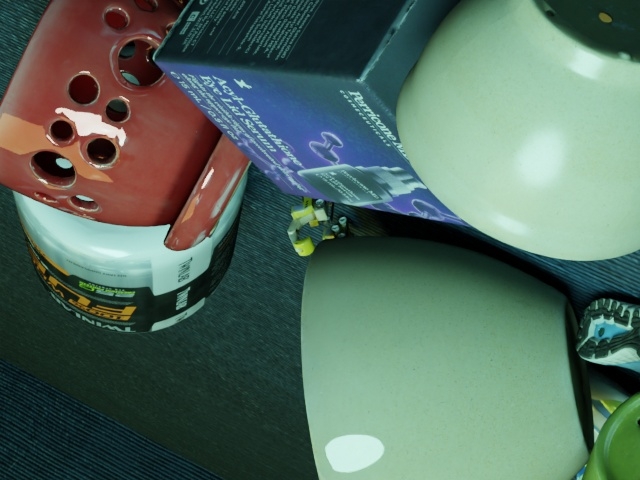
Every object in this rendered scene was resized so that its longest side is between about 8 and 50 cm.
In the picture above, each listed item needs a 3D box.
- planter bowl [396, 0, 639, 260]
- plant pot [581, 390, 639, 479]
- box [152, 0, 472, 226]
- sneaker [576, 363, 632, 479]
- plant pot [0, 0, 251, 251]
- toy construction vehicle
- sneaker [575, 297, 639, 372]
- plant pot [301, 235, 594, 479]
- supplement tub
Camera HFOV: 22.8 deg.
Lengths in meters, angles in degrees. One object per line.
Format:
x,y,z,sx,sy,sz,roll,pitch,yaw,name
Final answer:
0.131,-0.086,0.818,0.162,0.162,0.109,29,136,7,planter bowl
0.290,0.247,1.172,0.274,0.275,0.294,19,142,36,plant pot
0.024,-0.102,0.998,0.207,0.108,0.153,12,154,49,box
0.264,0.209,1.423,0.240,0.126,0.091,40,-179,-29,sneaker
-0.130,-0.095,1.153,0.174,0.191,0.191,28,164,-8,plant pot
0.000,0.000,1.377,0.035,0.098,0.086,-11,129,14,toy construction vehicle
0.270,0.076,1.202,0.073,0.063,0.162,19,175,-31,sneaker
0.116,0.123,1.287,0.190,0.284,0.284,-10,149,15,plant pot
-0.165,-0.030,1.389,0.193,0.194,0.316,30,164,4,supplement tub
